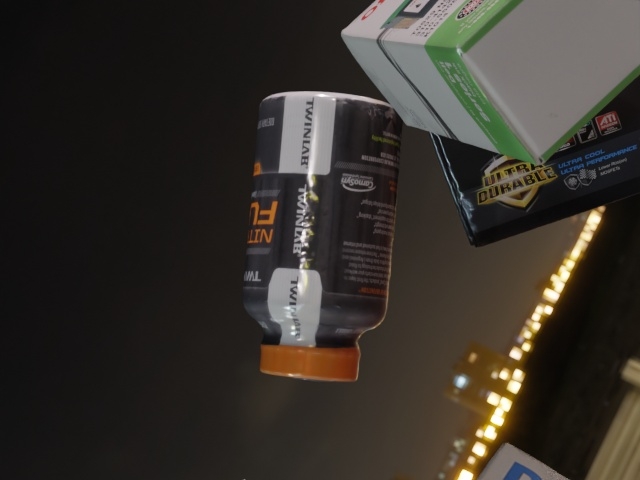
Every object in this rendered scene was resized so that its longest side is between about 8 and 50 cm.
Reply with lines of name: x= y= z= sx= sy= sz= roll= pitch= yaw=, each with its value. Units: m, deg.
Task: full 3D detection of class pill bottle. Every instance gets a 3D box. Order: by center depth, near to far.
pill bottle: x=0.000 y=0.000 z=1.106 sx=0.130 sy=0.130 sz=0.246 roll=27 pitch=-113 yaw=-79

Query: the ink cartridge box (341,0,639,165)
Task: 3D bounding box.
ink cartridge box: x=0.123 y=-0.144 z=0.794 sx=0.160 sy=0.092 sz=0.219 roll=-43 pitch=20 yaw=-5

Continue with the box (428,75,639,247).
box: x=0.257 y=-0.176 z=1.387 sx=0.073 sy=0.295 sz=0.293 roll=-65 pitch=-45 yaw=-71

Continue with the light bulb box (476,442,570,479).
light bulb box: x=0.150 y=0.373 z=0.689 sx=0.361 sy=0.358 sz=0.225 roll=-47 pitch=-22 yaw=-39
